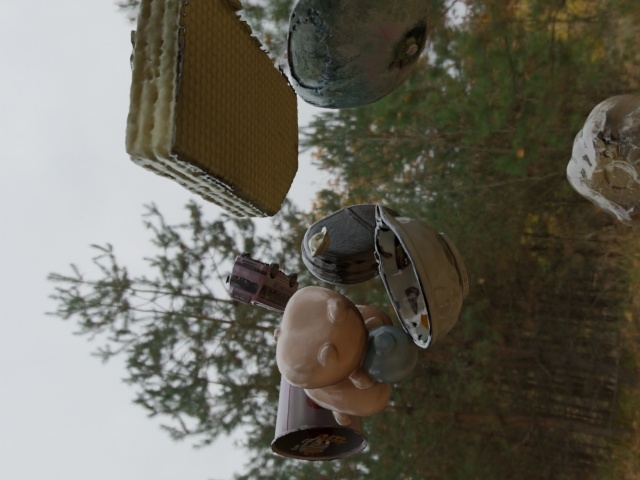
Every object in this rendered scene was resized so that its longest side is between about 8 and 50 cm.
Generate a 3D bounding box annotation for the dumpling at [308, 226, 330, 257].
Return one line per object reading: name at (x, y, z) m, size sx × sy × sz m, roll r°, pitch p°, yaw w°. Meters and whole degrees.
dumpling at (0.001, 0.001, 1.295) m, size 0.077 × 0.043 × 0.059 m, roll -39°, pitch -16°, yaw -39°

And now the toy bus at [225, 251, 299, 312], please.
toy bus at (-0.132, 0.101, 1.353) m, size 0.108 × 0.096 × 0.199 m, roll -68°, pitch -23°, yaw -7°

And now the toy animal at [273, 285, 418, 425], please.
toy animal at (0.024, 0.196, 1.023) m, size 0.229 × 0.221 × 0.210 m, roll -35°, pitch 39°, yaw 57°

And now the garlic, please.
garlic at (0.728, -0.181, 1.350) m, size 0.322 × 0.241 × 0.322 m, roll 60°, pitch 175°, yaw 9°

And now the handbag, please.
handbag at (0.099, 0.004, 1.582) m, size 0.308 × 0.254 × 0.093 m, roll -28°, pitch -49°, yaw -27°

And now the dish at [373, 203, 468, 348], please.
dish at (0.210, 0.065, 1.181) m, size 0.303 × 0.120 × 0.303 m, roll 163°, pitch 90°, yaw -82°

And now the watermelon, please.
watermelon at (0.066, -0.319, 0.975) m, size 0.188 × 0.175 × 0.322 m, roll -52°, pitch -22°, yaw -32°

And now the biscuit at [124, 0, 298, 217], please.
biscuit at (-0.073, -0.102, 0.486) m, size 0.252 × 0.052 × 0.150 m, roll 30°, pitch -120°, yaw -72°

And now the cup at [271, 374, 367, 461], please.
cup at (-0.005, 0.304, 1.271) m, size 0.203 × 0.203 × 0.288 m, roll 67°, pitch -165°, yaw -50°
